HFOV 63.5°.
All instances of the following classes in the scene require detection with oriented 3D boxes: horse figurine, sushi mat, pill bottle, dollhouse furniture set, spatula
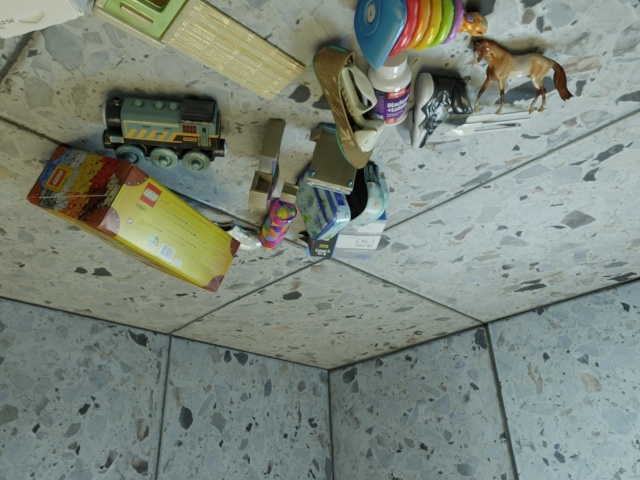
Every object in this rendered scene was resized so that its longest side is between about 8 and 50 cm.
[{"bbox_3d":[0.493,-0.402,1.281,0.263,0.066,0.174,1,113,1],"label":"horse figurine"},{"bbox_3d":[-0.204,-0.446,1.234,0.317,0.019,0.151,21,145,-37],"label":"sushi mat"},{"bbox_3d":[0.169,-0.385,1.283,0.108,0.108,0.193,-4,152,3],"label":"pill bottle"},{"bbox_3d":[-0.030,-0.166,1.483,0.303,0.286,0.198,12,150,-3],"label":"dollhouse furniture set"},{"bbox_3d":[0.484,-0.329,1.439,0.242,0.019,0.168,-10,171,-13],"label":"spatula"}]

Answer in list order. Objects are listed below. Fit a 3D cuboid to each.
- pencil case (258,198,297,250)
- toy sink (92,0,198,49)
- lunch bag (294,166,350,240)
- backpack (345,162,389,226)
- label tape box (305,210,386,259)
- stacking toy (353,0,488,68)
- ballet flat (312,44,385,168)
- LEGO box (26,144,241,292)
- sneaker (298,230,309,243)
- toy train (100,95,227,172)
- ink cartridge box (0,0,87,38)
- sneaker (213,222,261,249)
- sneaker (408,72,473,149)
[{"bbox_3d":[-0.158,-0.056,1.878,0.104,0.104,0.236,7,152,-18],"label":"pencil case"},{"bbox_3d":[-0.350,-0.488,1.026,0.153,0.131,0.234,22,144,-37],"label":"toy sink"},{"bbox_3d":[0.004,-0.125,1.631,0.090,0.219,0.176,-6,160,-35],"label":"lunch bag"},{"bbox_3d":[0.130,-0.139,1.648,0.144,0.188,0.166,20,143,-35],"label":"backpack"},{"bbox_3d":[0.085,-0.007,1.913,0.241,0.106,0.333,3,140,-10],"label":"label tape box"},{"bbox_3d":[0.239,-0.474,1.109,0.302,0.175,0.166,-4,156,-22],"label":"stacking toy"},{"bbox_3d":[0.091,-0.322,1.287,0.124,0.116,0.342,8,134,38],"label":"ballet flat"},{"bbox_3d":[-0.549,-0.054,1.588,0.373,0.193,0.500,16,164,33],"label":"LEGO box"},{"bbox_3d":[0.000,0.002,2.045,0.089,0.051,0.170,-25,140,36],"label":"sneaker"},{"bbox_3d":[-0.417,-0.295,1.388,0.334,0.142,0.190,4,139,-8],"label":"toy train"},{"bbox_3d":[-0.497,-0.487,0.904,0.172,0.237,0.100,-9,151,12],"label":"ink cartridge box"},{"bbox_3d":[-0.311,-0.024,1.949,0.212,0.080,0.094,7,138,-14],"label":"sneaker"},{"bbox_3d":[0.323,-0.338,1.390,0.153,0.101,0.268,-3,152,0],"label":"sneaker"}]
